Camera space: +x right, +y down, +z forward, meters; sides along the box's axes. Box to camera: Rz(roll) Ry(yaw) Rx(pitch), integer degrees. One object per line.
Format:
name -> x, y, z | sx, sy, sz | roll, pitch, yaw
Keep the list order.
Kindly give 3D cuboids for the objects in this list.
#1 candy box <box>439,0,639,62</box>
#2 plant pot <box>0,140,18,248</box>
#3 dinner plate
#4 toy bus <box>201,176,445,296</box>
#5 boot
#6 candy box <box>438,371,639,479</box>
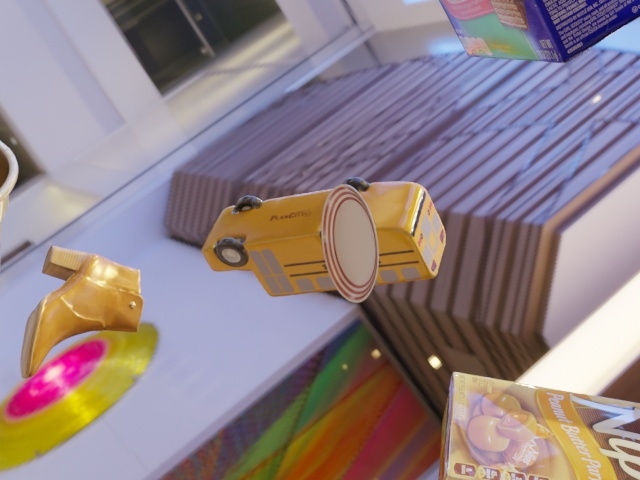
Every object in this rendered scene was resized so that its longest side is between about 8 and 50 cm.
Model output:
candy box -> 0.179, -0.356, 1.050 | 0.317, 0.122, 0.268 | 60, -5, -17
plant pot -> -0.596, 0.038, 1.421 | 0.334, 0.334, 0.305 | 37, -46, 41
dinner plate -> 0.038, 0.003, 1.161 | 0.141, 0.017, 0.141 | 33, -52, 58
toy bus -> 0.000, 0.000, 1.421 | 0.333, 0.108, 0.130 | -8, -50, 28
boot -> -0.464, 0.157, 1.951 | 0.211, 0.295, 0.104 | 21, -32, -22
candy box -> 0.290, 0.253, 1.074 | 0.317, 0.183, 0.087 | 8, -60, 5
